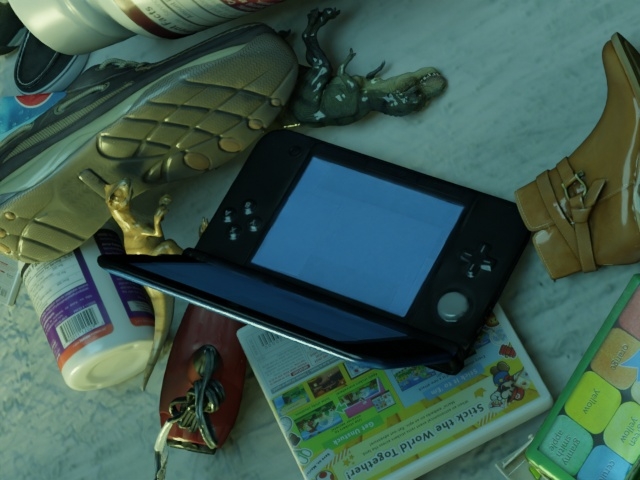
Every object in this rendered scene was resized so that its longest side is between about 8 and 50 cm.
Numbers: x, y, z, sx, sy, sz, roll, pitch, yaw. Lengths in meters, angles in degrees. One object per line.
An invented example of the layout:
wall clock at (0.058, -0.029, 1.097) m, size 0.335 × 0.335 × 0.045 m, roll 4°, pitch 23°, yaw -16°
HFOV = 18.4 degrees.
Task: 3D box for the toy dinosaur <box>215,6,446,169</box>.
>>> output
toy dinosaur at (-0.012, -0.155, 1.907) m, size 0.268 × 0.064 × 0.118 m, roll -13°, pitch 84°, yaw 33°

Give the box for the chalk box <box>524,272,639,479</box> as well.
chalk box at (0.296, 0.148, 1.544) m, size 0.179 × 0.289 × 0.180 m, roll 37°, pitch 103°, yaw 29°

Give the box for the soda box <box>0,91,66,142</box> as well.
soda box at (-0.283, -0.114, 2.059) m, size 0.210 × 0.067 × 0.071 m, roll -2°, pitch 83°, yaw 30°

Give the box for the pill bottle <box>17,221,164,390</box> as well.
pill bottle at (-0.240, 0.044, 1.988) m, size 0.108 × 0.108 × 0.193 m, roll -35°, pitch 67°, yaw 23°

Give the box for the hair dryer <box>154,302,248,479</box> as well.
hair dryer at (-0.098, 0.130, 1.851) m, size 0.293 × 0.080 × 0.224 m, roll -88°, pitch 17°, yaw -49°

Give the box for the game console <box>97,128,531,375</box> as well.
game console at (0.000, 0.000, 1.739) m, size 0.293 × 0.173 × 0.250 m, roll 19°, pitch 67°, yaw 25°

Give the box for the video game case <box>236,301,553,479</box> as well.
video game case at (0.064, 0.115, 1.778) m, size 0.227 × 0.026 × 0.206 m, roll -27°, pitch 60°, yaw -1°

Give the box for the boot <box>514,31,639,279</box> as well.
boot at (0.238, -0.071, 1.735) m, size 0.152 × 0.073 × 0.197 m, roll -23°, pitch 72°, yaw 27°

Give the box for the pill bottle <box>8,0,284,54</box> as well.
pill bottle at (-0.100, -0.316, 1.841) m, size 0.392 × 0.224 × 0.224 m, roll -16°, pitch 76°, yaw 28°

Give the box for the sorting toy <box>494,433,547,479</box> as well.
sorting toy at (0.211, 0.197, 1.737) m, size 0.083 × 0.045 × 0.075 m, roll -45°, pitch 71°, yaw 18°

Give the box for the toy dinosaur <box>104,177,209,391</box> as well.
toy dinosaur at (-0.156, 0.025, 1.912) m, size 0.064 × 0.112 × 0.211 m, roll -138°, pitch 30°, yaw -64°

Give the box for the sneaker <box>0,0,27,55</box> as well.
sneaker at (-0.340, -0.312, 2.080) m, size 0.086 × 0.132 × 0.229 m, roll 28°, pitch 98°, yaw 31°

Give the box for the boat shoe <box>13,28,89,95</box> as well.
boat shoe at (-0.263, -0.248, 2.058) m, size 0.080 × 0.076 × 0.228 m, roll 47°, pitch 107°, yaw 27°

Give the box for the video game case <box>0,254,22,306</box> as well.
video game case at (-0.343, -0.001, 2.113) m, size 0.087 × 0.011 × 0.122 m, roll 23°, pitch 96°, yaw 32°

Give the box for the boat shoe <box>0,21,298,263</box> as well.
boat shoe at (-0.190, -0.119, 1.896) m, size 0.355 × 0.132 × 0.130 m, roll -29°, pitch 52°, yaw 10°
